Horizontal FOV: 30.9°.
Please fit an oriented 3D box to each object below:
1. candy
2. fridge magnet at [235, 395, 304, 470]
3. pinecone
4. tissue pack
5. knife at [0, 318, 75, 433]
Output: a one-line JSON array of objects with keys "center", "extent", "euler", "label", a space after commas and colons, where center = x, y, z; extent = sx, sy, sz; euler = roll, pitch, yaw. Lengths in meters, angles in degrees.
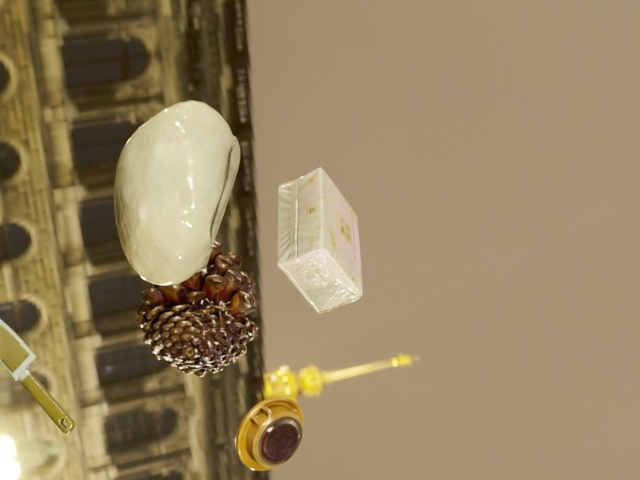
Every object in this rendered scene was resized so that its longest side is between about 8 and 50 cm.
[{"center": [-0.234, -0.079, 1.820], "extent": [0.295, 0.185, 0.295], "euler": [-163, -90, -80], "label": "candy"}, {"center": [-0.086, 0.345, 2.057], "extent": [0.063, 0.143, 0.143], "euler": [26, -55, 50], "label": "fridge magnet"}, {"center": [-0.239, 0.114, 2.269], "extent": [0.292, 0.246, 0.246], "euler": [-95, -170, -48], "label": "pinecone"}, {"center": [0.000, 0.000, 2.397], "extent": [0.185, 0.124, 0.225], "euler": [49, 28, -42], "label": "tissue pack"}, {"center": [-0.571, 0.236, 2.219], "extent": [0.343, 0.061, 0.027], "euler": [43, 2, 21], "label": "knife"}]
